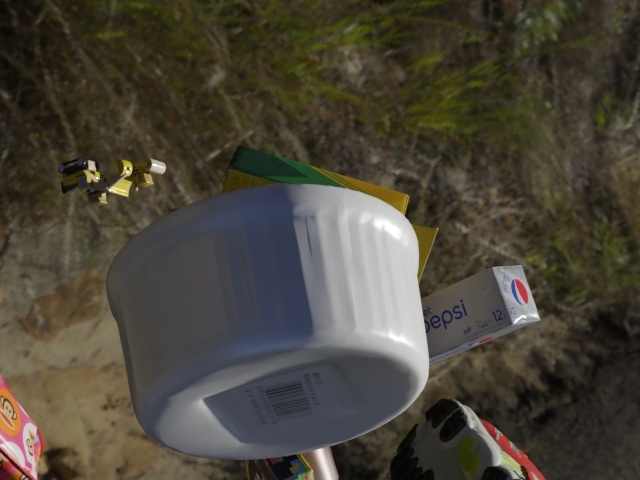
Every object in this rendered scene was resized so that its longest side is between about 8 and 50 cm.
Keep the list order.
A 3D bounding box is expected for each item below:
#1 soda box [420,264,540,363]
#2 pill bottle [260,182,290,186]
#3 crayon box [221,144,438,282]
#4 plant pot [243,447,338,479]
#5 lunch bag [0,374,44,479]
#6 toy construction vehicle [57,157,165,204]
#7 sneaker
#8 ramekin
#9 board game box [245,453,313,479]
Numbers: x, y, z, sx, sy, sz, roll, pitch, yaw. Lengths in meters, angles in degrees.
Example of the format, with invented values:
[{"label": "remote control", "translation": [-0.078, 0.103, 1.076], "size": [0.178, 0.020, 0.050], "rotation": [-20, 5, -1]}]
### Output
[{"label": "soda box", "translation": [0.203, 0.133, 1.779], "size": [0.091, 0.286, 0.098], "rotation": [-1, 69, -48]}, {"label": "pill bottle", "translation": [-0.009, 0.044, 1.482], "size": [0.264, 0.146, 0.146], "rotation": [40, 40, -46]}, {"label": "crayon box", "translation": [0.000, 0.000, 1.666], "size": [0.319, 0.202, 0.081], "rotation": [17, 33, 0]}, {"label": "plant pot", "translation": [-0.057, 0.325, 1.753], "size": [0.167, 0.167, 0.165], "rotation": [-32, 104, -52]}, {"label": "lunch bag", "translation": [-0.530, 0.255, 1.444], "size": [0.120, 0.258, 0.293], "rotation": [-99, 167, -54]}, {"label": "toy construction vehicle", "translation": [-0.207, -0.056, 1.084], "size": [0.086, 0.098, 0.035], "rotation": [17, 63, -61]}, {"label": "sneaker", "translation": [0.136, 0.202, 0.741], "size": [0.118, 0.107, 0.279], "rotation": [31, 17, -18]}, {"label": "ramekin", "translation": [-0.040, 0.083, 0.949], "size": [0.277, 0.277, 0.135], "rotation": [20, 48, -40]}, {"label": "board game box", "translation": [-0.051, 0.327, 1.420], "size": [0.048, 0.141, 0.170], "rotation": [-15, 119, -18]}]
